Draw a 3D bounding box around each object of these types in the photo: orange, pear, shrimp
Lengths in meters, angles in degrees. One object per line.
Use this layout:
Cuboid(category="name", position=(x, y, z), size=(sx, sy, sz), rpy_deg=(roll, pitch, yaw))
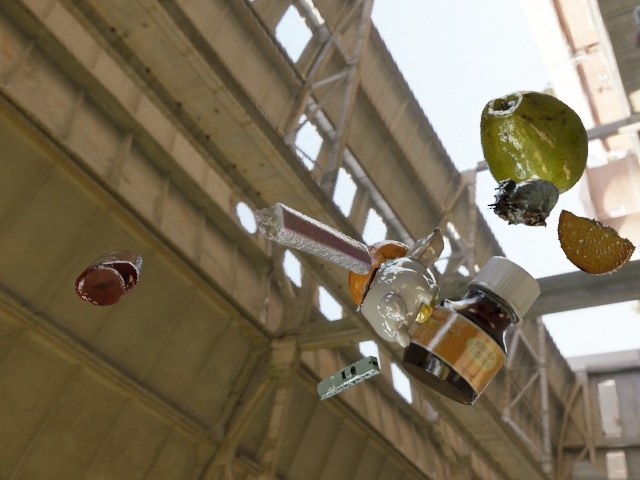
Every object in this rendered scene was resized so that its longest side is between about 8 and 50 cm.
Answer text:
Cuboid(category="orange", position=(0.204, 0.115, 1.929), size=(0.240, 0.240, 0.240), rpy_deg=(32, -129, -50))
Cuboid(category="pear", position=(0.520, -0.236, 1.565), size=(0.307, 0.253, 0.253), rpy_deg=(45, -139, -30))
Cuboid(category="shrimp", position=(0.285, -0.054, 0.915), size=(0.233, 0.079, 0.090), rpy_deg=(-6, -132, -51))

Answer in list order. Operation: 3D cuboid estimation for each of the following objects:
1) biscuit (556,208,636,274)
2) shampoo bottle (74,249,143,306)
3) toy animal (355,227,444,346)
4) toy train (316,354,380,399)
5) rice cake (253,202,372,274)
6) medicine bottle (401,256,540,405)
Cuboid(category="biscuit", position=(0.631, 0.013, 1.483), size=(0.025, 0.206, 0.126), rpy_deg=(-5, -60, -32))
Cuboid(category="shampoo bottle", position=(-0.413, 0.070, 1.248), size=(0.314, 0.118, 0.076), rpy_deg=(-163, 60, -76))
Cuboid(category="toy animal", position=(0.180, 0.100, 1.373), size=(0.154, 0.208, 0.325), rpy_deg=(27, -141, 5))
Cuboid(category="toy train", position=(0.063, 0.355, 1.628), size=(0.047, 0.207, 0.043), rpy_deg=(25, -138, -40))
Cuboid(category="rice cake", position=(0.000, 0.000, 1.348), size=(0.365, 0.056, 0.073), rpy_deg=(25, -142, -49))
Cuboid(category="medicine bottle", position=(0.412, 0.229, 1.717), size=(0.395, 0.242, 0.242), rpy_deg=(-54, -49, -12))
